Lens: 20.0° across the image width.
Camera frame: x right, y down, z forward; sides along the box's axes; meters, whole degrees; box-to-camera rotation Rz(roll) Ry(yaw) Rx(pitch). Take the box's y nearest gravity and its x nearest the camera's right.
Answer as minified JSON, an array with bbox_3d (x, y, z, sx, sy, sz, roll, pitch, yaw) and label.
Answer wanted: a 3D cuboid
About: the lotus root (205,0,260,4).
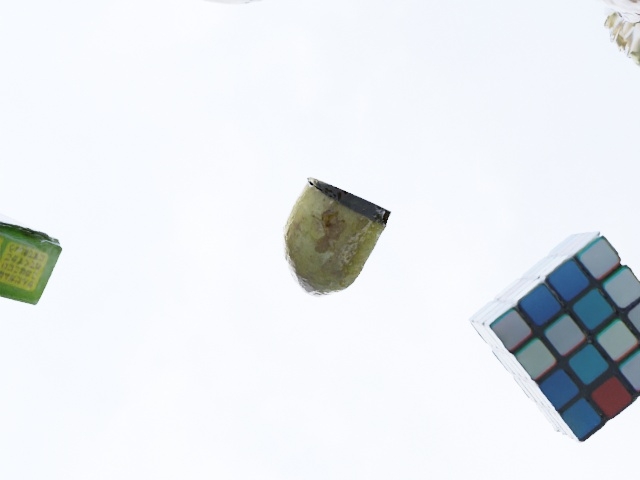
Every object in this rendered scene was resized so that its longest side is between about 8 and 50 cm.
[{"bbox_3d":[-0.092,-0.230,0.996,0.284,0.160,0.146,24,-12,-33],"label":"lotus root"}]

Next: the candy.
[{"bbox_3d":[-0.312,-0.010,1.487,0.194,0.097,0.062,23,-88,40],"label":"candy"}]

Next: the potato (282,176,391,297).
[{"bbox_3d":[0.000,0.000,1.658,0.096,0.066,0.103,21,-89,44],"label":"potato"}]

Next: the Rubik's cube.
[{"bbox_3d":[0.260,0.095,1.837,0.155,0.151,0.154,52,-4,-1],"label":"Rubik's cube"}]

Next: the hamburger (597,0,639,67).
[{"bbox_3d":[0.309,-0.178,1.020,0.330,0.330,0.250,-17,-62,51],"label":"hamburger"}]
